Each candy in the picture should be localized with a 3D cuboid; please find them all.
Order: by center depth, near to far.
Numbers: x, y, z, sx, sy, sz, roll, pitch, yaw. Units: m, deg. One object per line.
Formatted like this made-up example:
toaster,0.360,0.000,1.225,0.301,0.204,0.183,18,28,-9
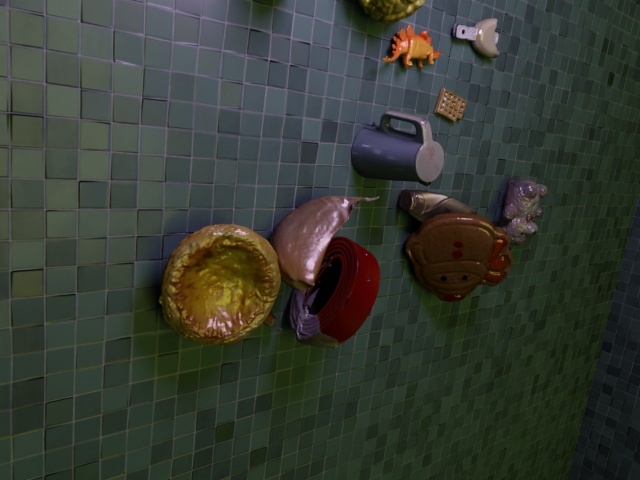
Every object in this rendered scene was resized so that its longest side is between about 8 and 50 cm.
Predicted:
candy,-0.166,0.197,1.449,0.182,0.053,0.046,42,76,-37

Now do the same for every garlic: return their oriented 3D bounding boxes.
garlic,-0.005,-0.012,1.429,0.338,0.196,0.151,-52,143,-24

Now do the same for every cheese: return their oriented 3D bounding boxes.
cheese,0.517,-0.674,1.730,0.235,0.050,0.127,-9,112,-36

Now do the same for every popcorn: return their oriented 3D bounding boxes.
popcorn,0.198,-0.702,1.363,0.259,0.212,0.259,-19,123,-32

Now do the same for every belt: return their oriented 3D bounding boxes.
belt,0.035,0.154,1.484,0.115,0.227,0.323,30,83,-39

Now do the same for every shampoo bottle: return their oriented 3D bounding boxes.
shampoo bottle,0.402,-0.099,1.799,0.350,0.084,0.125,14,100,-40

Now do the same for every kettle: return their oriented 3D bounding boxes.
kettle,0.223,-0.266,1.493,0.160,0.243,0.210,-23,116,-32

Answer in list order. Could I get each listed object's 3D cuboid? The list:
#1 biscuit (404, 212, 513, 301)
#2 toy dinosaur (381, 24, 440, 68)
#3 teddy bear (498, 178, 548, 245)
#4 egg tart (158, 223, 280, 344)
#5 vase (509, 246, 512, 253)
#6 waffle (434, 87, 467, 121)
biscuit,0.469,0.068,1.793,0.074,0.359,0.381,-78,164,-53
toy dinosaur,0.266,-0.572,1.548,0.288,0.070,0.117,-14,102,-40
teddy bear,0.788,-0.109,2.070,0.236,0.151,0.267,-1,101,-38
egg tart,-0.250,0.103,1.294,0.319,0.128,0.318,-9,109,-25
vase,0.580,0.017,1.894,0.086,0.214,0.086,-14,113,-36
waffle,0.436,-0.448,1.756,0.135,0.021,0.092,14,93,-40
